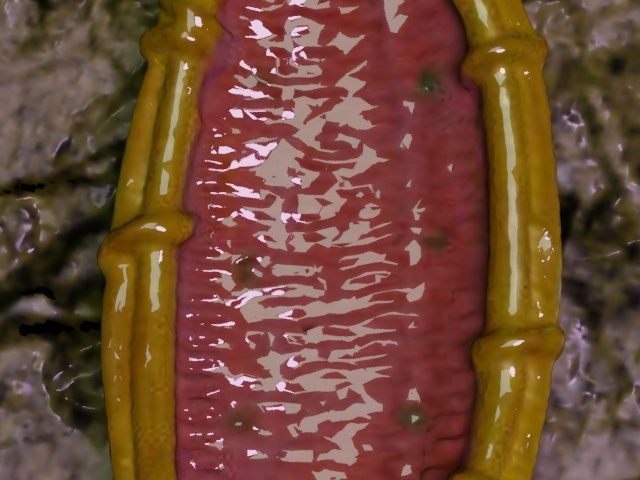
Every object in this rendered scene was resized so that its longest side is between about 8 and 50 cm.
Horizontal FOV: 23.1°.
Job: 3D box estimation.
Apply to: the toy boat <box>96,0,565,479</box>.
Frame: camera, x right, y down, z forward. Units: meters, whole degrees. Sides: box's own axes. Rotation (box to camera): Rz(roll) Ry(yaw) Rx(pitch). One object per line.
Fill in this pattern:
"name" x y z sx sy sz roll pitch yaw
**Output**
"toy boat" 0.001 0.004 0.459 0.141 0.099 0.318 0 73 7
